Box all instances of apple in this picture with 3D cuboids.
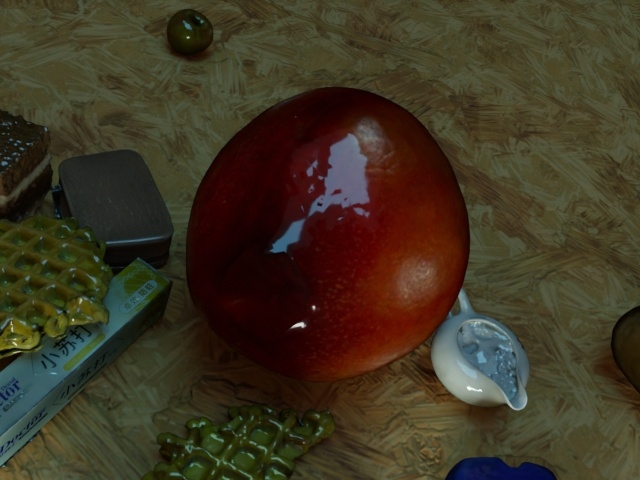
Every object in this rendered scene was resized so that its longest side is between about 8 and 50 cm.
[{"bbox_3d":[-0.250,-0.400,1.483,0.089,0.074,0.089,12,46,-13],"label":"apple"}]

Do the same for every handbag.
[{"bbox_3d":[-0.307,-0.042,1.126,0.151,0.072,0.193,-12,55,-29],"label":"handbag"}]

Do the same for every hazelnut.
[{"bbox_3d":[0.559,0.169,1.167,0.210,0.186,0.210,-1,40,1],"label":"hazelnut"}]

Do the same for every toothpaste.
[{"bbox_3d":[-0.307,0.143,0.938,0.071,0.089,0.313,36,46,8],"label":"toothpaste"}]

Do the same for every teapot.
[{"bbox_3d":[0.223,0.165,1.110,0.145,0.092,0.226,-1,47,-25],"label":"teapot"}]

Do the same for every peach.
[{"bbox_3d":[0.000,0.000,1.001,0.388,0.388,0.388,10,45,-11],"label":"peach"}]

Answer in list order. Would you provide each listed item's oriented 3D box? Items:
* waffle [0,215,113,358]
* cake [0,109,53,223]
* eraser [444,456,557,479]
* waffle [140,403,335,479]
[{"bbox_3d":[-0.381,0.051,0.941,0.245,0.052,0.254,-11,39,-17],"label":"waffle"},{"bbox_3d":[-0.459,-0.095,1.064,0.135,0.147,0.134,24,43,3],"label":"cake"},{"bbox_3d":[0.221,0.416,0.866,0.155,0.101,0.332,9,45,-10],"label":"eraser"},{"bbox_3d":[-0.075,0.312,0.878,0.259,0.069,0.293,-1,48,-23],"label":"waffle"}]
